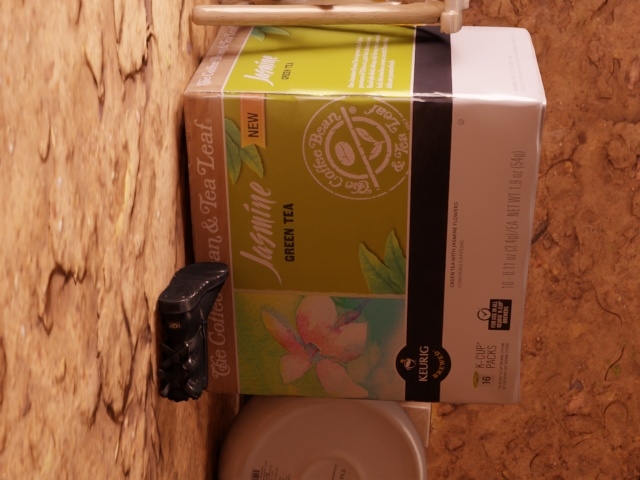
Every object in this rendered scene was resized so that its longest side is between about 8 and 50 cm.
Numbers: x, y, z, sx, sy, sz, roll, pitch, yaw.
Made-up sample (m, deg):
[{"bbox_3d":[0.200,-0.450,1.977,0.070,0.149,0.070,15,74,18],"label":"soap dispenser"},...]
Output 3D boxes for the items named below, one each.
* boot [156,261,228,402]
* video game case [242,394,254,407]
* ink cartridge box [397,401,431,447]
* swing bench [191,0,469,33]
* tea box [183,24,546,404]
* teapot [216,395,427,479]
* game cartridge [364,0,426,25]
[{"bbox_3d":[-0.113,0.081,1.009,0.121,0.045,0.099,-53,144,-66],"label":"boot"},{"bbox_3d":[-0.005,0.184,1.457,0.248,0.035,0.274,7,89,-52],"label":"video game case"},{"bbox_3d":[0.082,0.281,2.013,0.193,0.235,0.088,-69,161,-69],"label":"ink cartridge box"},{"bbox_3d":[0.015,-0.331,1.053,0.165,0.255,0.253,-69,160,-72],"label":"swing bench"},{"bbox_3d":[0.046,-0.031,1.133,0.220,0.324,0.328,-77,167,-62],"label":"tea box"},{"bbox_3d":[-0.006,0.263,1.299,0.252,0.256,0.187,54,-5,-10],"label":"teapot"},{"bbox_3d":[0.063,-0.289,1.769,0.324,0.053,0.285,37,-46,54],"label":"game cartridge"}]
